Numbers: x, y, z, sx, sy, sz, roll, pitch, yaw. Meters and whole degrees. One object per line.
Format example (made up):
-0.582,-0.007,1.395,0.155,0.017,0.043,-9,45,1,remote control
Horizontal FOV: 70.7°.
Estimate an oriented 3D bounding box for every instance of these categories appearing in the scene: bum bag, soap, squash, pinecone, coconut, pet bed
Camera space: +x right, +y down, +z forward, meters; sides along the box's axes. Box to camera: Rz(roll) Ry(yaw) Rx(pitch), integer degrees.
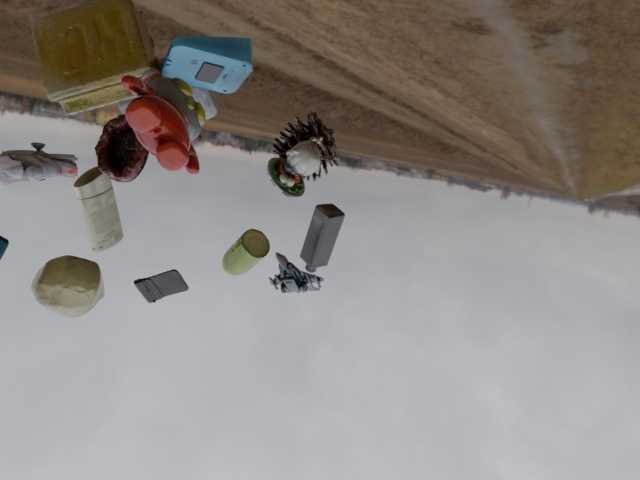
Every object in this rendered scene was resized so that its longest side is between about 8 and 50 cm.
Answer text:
-0.542,0.157,1.542,0.159,0.109,0.026,-17,-141,6,bum bag
-0.691,-0.583,1.419,0.334,0.294,0.156,-16,173,-1,soap
-0.325,0.064,1.873,0.132,0.133,0.247,0,153,-41,squash
-0.057,-0.327,1.661,0.263,0.264,0.264,10,-169,-2,pinecone
-0.839,0.158,1.525,0.224,0.225,0.224,10,-169,-2,coconut
-0.553,-0.260,1.267,0.201,0.201,0.053,16,175,28,pet bed

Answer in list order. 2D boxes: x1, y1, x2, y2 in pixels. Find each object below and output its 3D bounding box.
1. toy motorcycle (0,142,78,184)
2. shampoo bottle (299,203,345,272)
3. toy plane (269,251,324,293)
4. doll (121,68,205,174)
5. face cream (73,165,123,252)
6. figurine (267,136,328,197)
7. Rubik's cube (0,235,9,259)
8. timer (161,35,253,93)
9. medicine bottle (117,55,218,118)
-0.838,-0.211,1.304,0.260,0.110,0.170,-5,-153,-41,toy motorcycle
0.000,0.000,1.506,0.079,0.246,0.080,-8,-141,-40,shampoo bottle
-0.113,0.133,1.701,0.222,0.105,0.326,-5,156,14,toy plane
-0.284,-0.236,0.861,0.105,0.200,0.336,-30,-153,5,doll
-0.935,-0.132,1.908,0.081,0.349,0.173,14,-147,20,face cream
-0.046,-0.199,1.165,0.153,0.132,0.132,-36,160,34,figurine
-0.838,0.032,0.993,0.163,0.161,0.162,4,154,16,Rubik's cube
-0.356,-0.561,1.411,0.249,0.092,0.231,0,174,-30,timer
-0.550,-0.525,1.623,0.306,0.245,0.245,-17,-168,-1,medicine bottle
